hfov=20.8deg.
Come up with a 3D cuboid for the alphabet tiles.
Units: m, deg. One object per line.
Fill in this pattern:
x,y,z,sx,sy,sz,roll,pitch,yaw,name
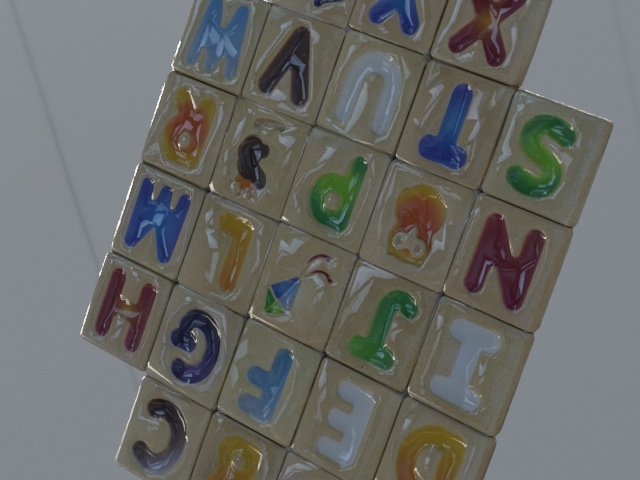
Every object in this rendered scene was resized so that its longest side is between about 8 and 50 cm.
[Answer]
0.000,0.000,0.959,0.011,0.285,0.342,9,-77,-55,alphabet tiles
